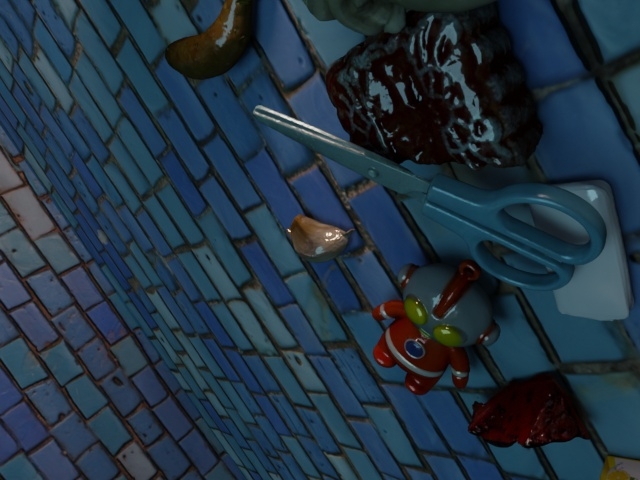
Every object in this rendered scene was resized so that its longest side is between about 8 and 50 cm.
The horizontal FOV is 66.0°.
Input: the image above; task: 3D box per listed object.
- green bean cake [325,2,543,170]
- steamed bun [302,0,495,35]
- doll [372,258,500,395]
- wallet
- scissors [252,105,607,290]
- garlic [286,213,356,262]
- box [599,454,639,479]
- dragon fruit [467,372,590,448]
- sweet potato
[{"bbox_3d":[0.121,-0.170,0.598,0.233,0.097,0.198,-7,114,50],"label":"green bean cake"},{"bbox_3d":[0.040,-0.350,0.394,0.310,0.219,0.324,-2,100,44],"label":"steamed bun"},{"bbox_3d":[0.178,0.139,0.787,0.200,0.105,0.336,40,143,18],"label":"doll"},{"bbox_3d":[0.316,0.016,0.595,0.095,0.033,0.190,-3,116,51],"label":"wallet"},{"bbox_3d":[0.104,-0.071,0.606,0.447,0.029,0.192,28,157,13],"label":"scissors"},{"bbox_3d":[-0.005,0.005,0.910,0.152,0.066,0.084,22,132,39],"label":"garlic"},{"bbox_3d":[0.512,0.441,0.677,0.168,0.097,0.265,-19,104,53],"label":"box"},{"bbox_3d":[0.311,0.296,0.770,0.092,0.122,0.192,40,142,-7],"label":"dragon fruit"},{"bbox_3d":[-0.182,-0.332,0.818,0.346,0.079,0.108,-13,97,49],"label":"sweet potato"}]
